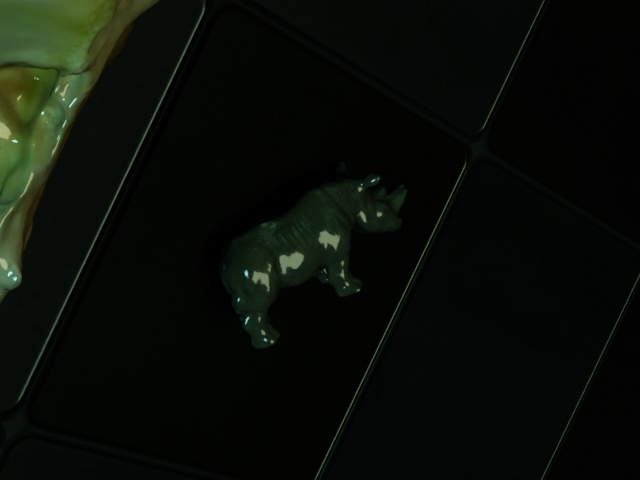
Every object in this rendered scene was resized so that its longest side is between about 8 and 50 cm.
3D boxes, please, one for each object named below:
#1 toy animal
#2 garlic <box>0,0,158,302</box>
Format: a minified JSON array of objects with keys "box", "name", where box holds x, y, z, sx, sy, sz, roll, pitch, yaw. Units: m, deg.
[{"box":[0.000,0.000,0.861,0.136,0.047,0.065,-31,120,-24],"name":"toy animal"},{"box":[-0.177,-0.095,0.556,0.203,0.184,0.281,21,116,-23],"name":"garlic"}]
